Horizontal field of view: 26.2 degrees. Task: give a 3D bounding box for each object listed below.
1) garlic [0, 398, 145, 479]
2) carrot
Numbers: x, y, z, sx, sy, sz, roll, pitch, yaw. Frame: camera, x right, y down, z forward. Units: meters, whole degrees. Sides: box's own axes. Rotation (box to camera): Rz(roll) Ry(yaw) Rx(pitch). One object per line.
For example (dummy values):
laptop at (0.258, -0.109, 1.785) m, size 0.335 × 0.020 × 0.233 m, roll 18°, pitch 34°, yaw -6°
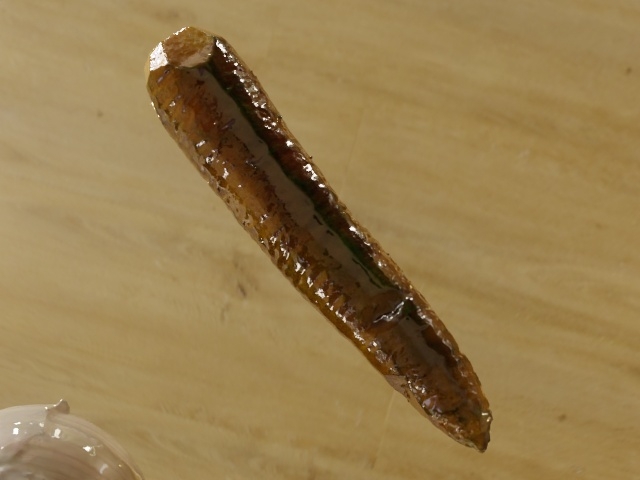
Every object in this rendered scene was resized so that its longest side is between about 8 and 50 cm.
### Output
garlic at (-0.197, 0.263, 0.910) m, size 0.241 × 0.322 × 0.321 m, roll -9°, pitch -105°, yaw -23°
carrot at (0.000, 0.000, 0.817) m, size 0.066 × 0.066 × 0.314 m, roll -36°, pitch -105°, yaw -10°
